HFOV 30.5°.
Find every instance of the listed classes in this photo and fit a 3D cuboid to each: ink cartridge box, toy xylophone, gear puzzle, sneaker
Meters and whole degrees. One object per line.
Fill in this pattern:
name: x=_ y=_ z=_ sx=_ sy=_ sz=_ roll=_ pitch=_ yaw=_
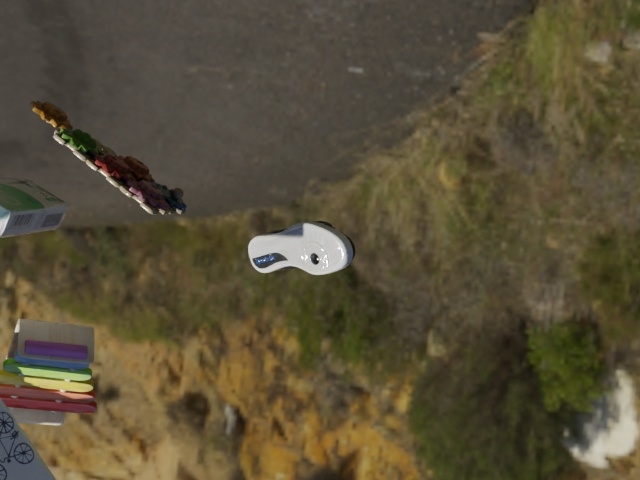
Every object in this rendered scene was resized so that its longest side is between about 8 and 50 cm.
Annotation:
ink cartridge box: x=-0.530 y=-0.086 z=1.829 sx=0.224 sy=0.056 sz=0.181 roll=33 pitch=-166 yaw=11
toy xylophone: x=-0.474 y=0.207 z=1.888 sx=0.236 sy=0.081 sz=0.322 roll=4 pitch=152 yaw=-11
gear puzzle: x=-0.386 y=-0.160 z=2.134 sx=0.339 sy=0.044 sz=0.175 roll=37 pitch=-170 yaw=12
sneaker: x=0.000 y=0.000 z=1.769 sx=0.121 sy=0.079 sz=0.217 roll=-18 pitch=-169 yaw=-41

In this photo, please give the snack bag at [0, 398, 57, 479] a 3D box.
snack bag: x=-0.555 y=0.372 z=1.683 sx=0.342 sy=0.323 sz=0.037 roll=-36 pitch=-174 yaw=-41
